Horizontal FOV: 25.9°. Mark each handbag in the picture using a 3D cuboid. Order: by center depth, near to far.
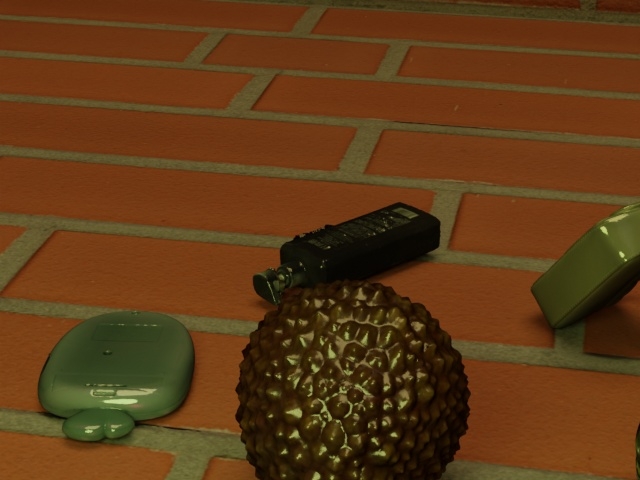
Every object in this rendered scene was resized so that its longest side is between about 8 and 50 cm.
[{"bbox_3d":[0.409,0.015,1.827,0.219,0.256,0.079,-20,72,-27],"label":"handbag"}]

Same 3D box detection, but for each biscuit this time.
[{"bbox_3d":[0.000,0.000,2.098,0.087,0.027,0.089,-4,22,-5],"label":"biscuit"}]

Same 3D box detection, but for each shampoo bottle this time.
[{"bbox_3d":[0.032,0.019,2.003,0.309,0.071,0.098,-19,31,-37],"label":"shampoo bottle"}]

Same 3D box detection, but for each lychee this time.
[{"bbox_3d":[0.027,0.177,1.456,0.267,0.267,0.267,1,24,0],"label":"lychee"}]

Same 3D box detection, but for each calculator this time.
[{"bbox_3d":[-0.250,0.160,1.717,0.185,0.041,0.299,2,23,3],"label":"calculator"}]

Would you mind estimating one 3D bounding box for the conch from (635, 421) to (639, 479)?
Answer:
[{"bbox_3d":[0.417,0.243,1.464,0.187,0.124,0.181,22,4,-23],"label":"conch"}]
